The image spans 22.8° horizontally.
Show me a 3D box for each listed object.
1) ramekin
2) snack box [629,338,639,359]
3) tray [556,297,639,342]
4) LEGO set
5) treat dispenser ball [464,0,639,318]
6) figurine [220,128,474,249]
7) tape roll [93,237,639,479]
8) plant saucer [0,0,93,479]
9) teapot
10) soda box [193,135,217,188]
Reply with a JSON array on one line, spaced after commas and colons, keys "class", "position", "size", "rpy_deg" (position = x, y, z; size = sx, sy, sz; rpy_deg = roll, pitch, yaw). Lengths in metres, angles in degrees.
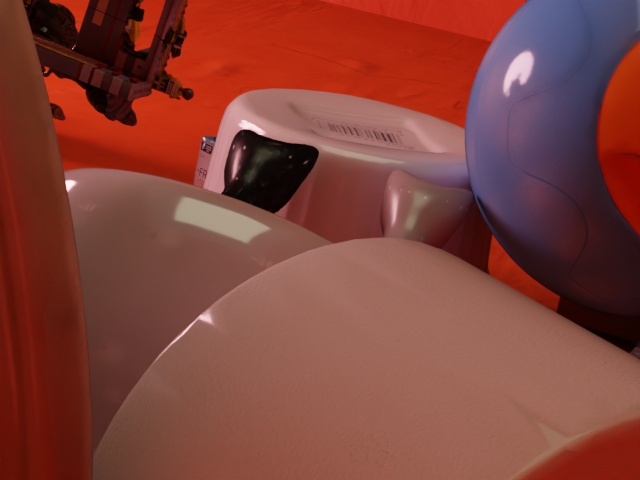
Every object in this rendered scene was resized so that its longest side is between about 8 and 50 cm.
[{"class": "ramekin", "position": [0.028, -0.040, 1.405], "size": [0.277, 0.135, 0.277], "rpy_deg": [11, 16, -3]}, {"class": "snack box", "position": [0.403, 0.134, 1.219], "size": [0.322, 0.060, 0.187], "rpy_deg": [17, 17, 17]}, {"class": "tray", "position": [0.434, 0.078, 1.410], "size": [0.411, 0.076, 0.203], "rpy_deg": [18, 17, 17]}, {"class": "LEGO set", "position": [-0.182, -0.115, 1.214], "size": [0.192, 0.331, 0.255], "rpy_deg": [22, 4, 7]}, {"class": "treat dispenser ball", "position": [0.258, -0.082, 1.252], "size": [0.288, 0.288, 0.288], "rpy_deg": [11, 16, -3]}, {"class": "figurine", "position": [0.000, 0.000, 1.192], "size": [0.215, 0.092, 0.209], "rpy_deg": [15, 41, 9]}, {"class": "tape roll", "position": [0.045, 0.140, 0.618], "size": [0.246, 0.246, 0.169], "rpy_deg": [0, 21, -36]}, {"class": "plant saucer", "position": [-0.211, -0.001, 0.665], "size": [0.100, 0.400, 0.400], "rpy_deg": [-10, 25, -26]}, {"class": "teapot", "position": [-0.083, 0.087, 0.837], "size": [0.252, 0.187, 0.256], "rpy_deg": [29, -17, -27]}, {"class": "soda box", "position": [-0.036, -0.067, 1.576], "size": [0.183, 0.063, 0.058], "rpy_deg": [-3, 21, -42]}]
